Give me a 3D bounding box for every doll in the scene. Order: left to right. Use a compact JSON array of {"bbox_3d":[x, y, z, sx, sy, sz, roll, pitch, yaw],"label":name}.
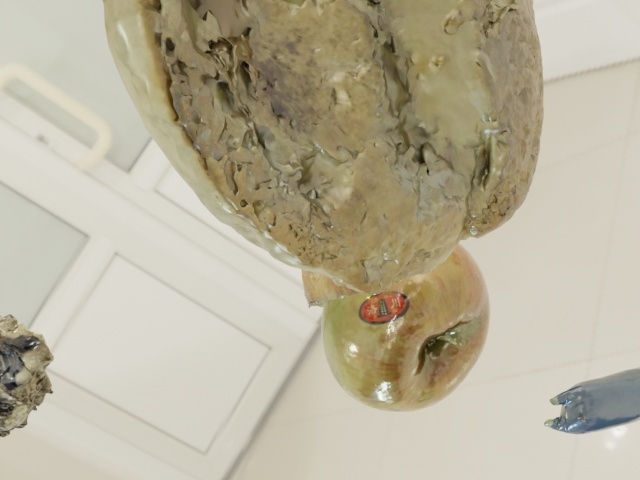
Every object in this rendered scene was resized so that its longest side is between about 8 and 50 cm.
[{"bbox_3d":[0.182,0.089,0.623,0.027,0.125,0.037,-128,39,-51],"label":"doll"}]

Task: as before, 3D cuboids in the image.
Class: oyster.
[{"bbox_3d":[-0.249,0.109,0.785,0.051,0.103,0.148,-67,-4,-49],"label":"oyster"}]

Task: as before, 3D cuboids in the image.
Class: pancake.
[{"bbox_3d":[0.020,-0.162,0.632,0.082,0.387,0.387,-3,56,45],"label":"pancake"}]

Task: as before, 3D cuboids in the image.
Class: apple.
[{"bbox_3d":[0.120,0.112,1.521,0.261,0.261,0.194,-54,42,4],"label":"apple"}]

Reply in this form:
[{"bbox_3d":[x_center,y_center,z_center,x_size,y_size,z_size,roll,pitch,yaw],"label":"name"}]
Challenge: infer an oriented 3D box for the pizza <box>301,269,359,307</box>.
[{"bbox_3d":[0.019,-0.034,1.052,0.056,0.271,0.134,-21,34,-32],"label":"pizza"}]
